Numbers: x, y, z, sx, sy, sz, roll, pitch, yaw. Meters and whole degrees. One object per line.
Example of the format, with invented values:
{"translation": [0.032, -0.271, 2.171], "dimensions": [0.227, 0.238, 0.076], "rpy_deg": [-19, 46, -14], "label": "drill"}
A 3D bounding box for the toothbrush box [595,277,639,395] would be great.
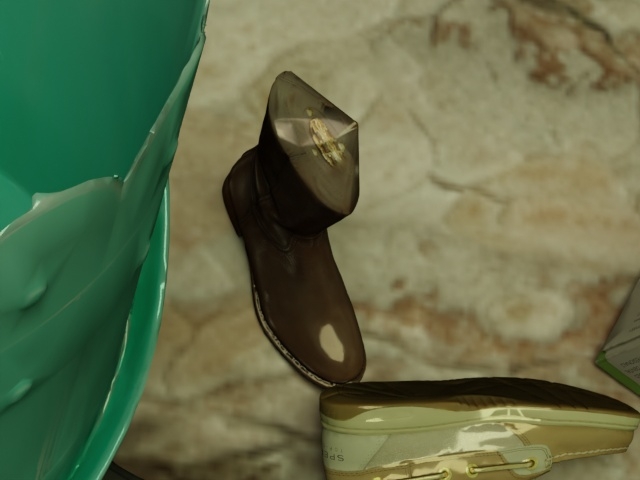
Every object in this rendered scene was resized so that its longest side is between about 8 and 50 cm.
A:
{"translation": [0.286, 0.062, 0.555], "dimensions": [0.283, 0.206, 0.122], "rpy_deg": [37, 67, -3], "label": "toothbrush box"}

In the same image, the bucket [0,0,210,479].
{"translation": [-0.171, -0.021, 0.408], "dimensions": [0.281, 0.183, 0.281], "rpy_deg": [6, 48, -7], "label": "bucket"}

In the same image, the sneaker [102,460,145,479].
{"translation": [-0.054, 0.148, 0.485], "dimensions": [0.106, 0.101, 0.267], "rpy_deg": [-40, 89, -25], "label": "sneaker"}

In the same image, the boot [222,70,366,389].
{"translation": [0.000, 0.000, 0.534], "dimensions": [0.037, 0.114, 0.106], "rpy_deg": [-27, 84, -22], "label": "boot"}

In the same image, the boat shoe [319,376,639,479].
{"translation": [0.063, 0.081, 0.571], "dimensions": [0.135, 0.050, 0.045], "rpy_deg": [2, 98, -16], "label": "boat shoe"}
